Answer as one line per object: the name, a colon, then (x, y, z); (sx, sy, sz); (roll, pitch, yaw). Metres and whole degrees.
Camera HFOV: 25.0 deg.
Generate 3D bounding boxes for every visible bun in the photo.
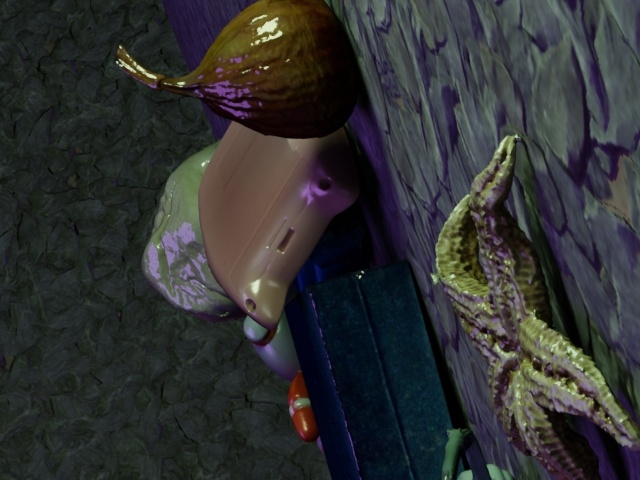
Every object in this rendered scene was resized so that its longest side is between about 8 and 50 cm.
bun: (-0.110, 0.002, 1.994); (0.205, 0.281, 0.281); (38, 158, 28)

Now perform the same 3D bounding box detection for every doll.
doll: (0.009, 0.151, 1.697); (0.200, 0.105, 0.336); (4, -135, -50)

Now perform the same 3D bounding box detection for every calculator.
calculator: (-0.059, -0.060, 1.489); (0.220, 0.048, 0.329); (-59, 26, 18)

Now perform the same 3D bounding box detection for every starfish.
starfish: (0.131, 0.070, 0.850); (0.235, 0.062, 0.277); (-125, 20, -50)

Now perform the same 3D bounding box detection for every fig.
fig: (-0.072, -0.144, 1.252); (0.146, 0.201, 0.133); (137, 123, -77)

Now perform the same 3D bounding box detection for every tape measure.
tape measure: (0.137, 0.221, 1.052); (0.330, 0.084, 0.164); (83, 164, -72)

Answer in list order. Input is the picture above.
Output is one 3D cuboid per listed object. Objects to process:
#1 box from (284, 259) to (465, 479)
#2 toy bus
box: (0.057, 0.167, 1.445); (0.279, 0.116, 0.261); (126, 130, -83)
toy bus: (0.000, 0.000, 1.599); (0.184, 0.090, 0.106); (81, 168, -71)
